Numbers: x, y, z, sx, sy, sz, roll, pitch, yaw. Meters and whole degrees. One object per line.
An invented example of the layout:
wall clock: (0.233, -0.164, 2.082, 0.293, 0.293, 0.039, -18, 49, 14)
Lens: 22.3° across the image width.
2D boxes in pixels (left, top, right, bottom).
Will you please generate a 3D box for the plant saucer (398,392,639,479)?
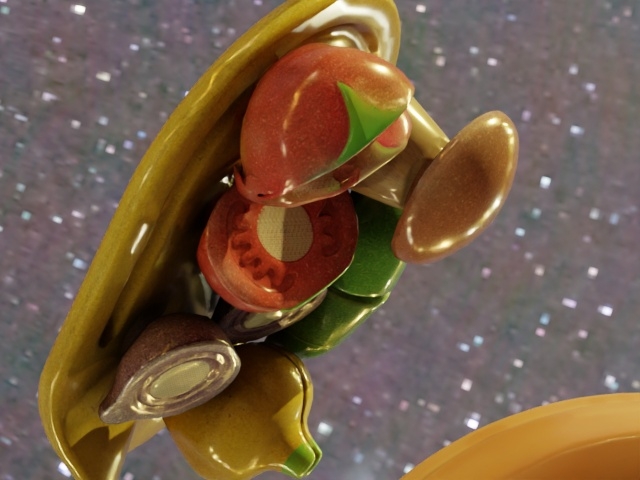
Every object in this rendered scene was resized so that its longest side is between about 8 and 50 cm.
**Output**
plant saucer: (0.085, 0.120, 0.361, 0.200, 0.200, 0.037, -45, -21, -25)

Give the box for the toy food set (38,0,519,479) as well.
toy food set: (0.000, 0.000, 0.470, 0.128, 0.071, 0.218, -24, -34, -56)
